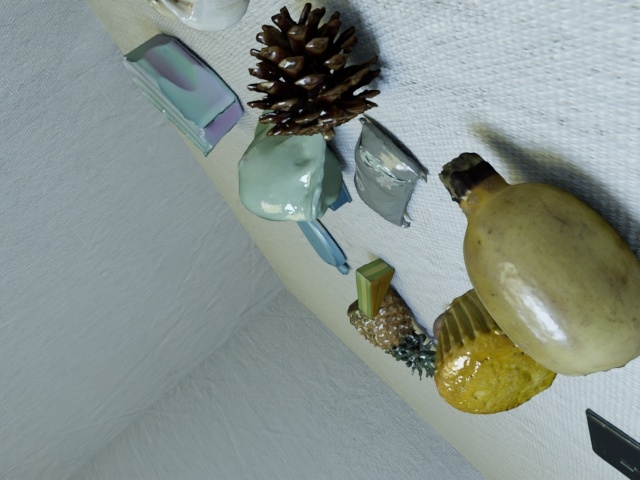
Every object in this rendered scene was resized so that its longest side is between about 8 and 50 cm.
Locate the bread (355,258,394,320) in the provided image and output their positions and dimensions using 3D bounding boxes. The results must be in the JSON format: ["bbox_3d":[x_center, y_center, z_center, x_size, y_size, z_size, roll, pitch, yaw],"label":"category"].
[{"bbox_3d":[0.148,0.133,1.510,0.074,0.084,0.139,36,141,48],"label":"bread"}]

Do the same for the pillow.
[{"bbox_3d":[0.114,-0.109,1.045,0.169,0.059,0.255,43,166,16],"label":"pillow"}]

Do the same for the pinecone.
[{"bbox_3d":[-0.014,-0.241,0.816,0.208,0.207,0.208,47,168,13],"label":"pinecone"}]

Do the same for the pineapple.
[{"bbox_3d":[0.233,0.289,1.636,0.340,0.169,0.169,49,169,-9],"label":"pineapple"}]

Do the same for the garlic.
[{"bbox_3d":[-0.213,-0.448,0.849,0.184,0.203,0.281,9,138,44],"label":"garlic"}]

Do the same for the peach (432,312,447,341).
[{"bbox_3d":[0.300,0.204,1.292,0.083,0.083,0.083,47,168,13],"label":"peach"}]

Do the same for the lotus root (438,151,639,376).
[{"bbox_3d":[0.256,0.018,0.676,0.310,0.182,0.183,54,169,8],"label":"lotus root"}]

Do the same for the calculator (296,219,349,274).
[{"bbox_3d":[0.000,0.000,1.856,0.303,0.042,0.188,56,166,-15],"label":"calculator"}]

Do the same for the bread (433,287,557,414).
[{"bbox_3d":[0.291,0.190,0.943,0.240,0.239,0.139,60,-177,-41],"label":"bread"}]

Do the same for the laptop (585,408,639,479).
[{"bbox_3d":[0.570,0.404,1.079,0.129,0.016,0.180,35,161,48],"label":"laptop"}]

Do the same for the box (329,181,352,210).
[{"bbox_3d":[0.024,-0.120,1.351,0.074,0.054,0.099,41,167,43],"label":"box"}]

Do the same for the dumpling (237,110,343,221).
[{"bbox_3d":[-0.062,-0.164,1.235,0.320,0.270,0.211,11,170,34],"label":"dumpling"}]

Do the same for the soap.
[{"bbox_3d":[-0.405,-0.439,1.685,0.446,0.156,0.261,44,167,27],"label":"soap"}]
